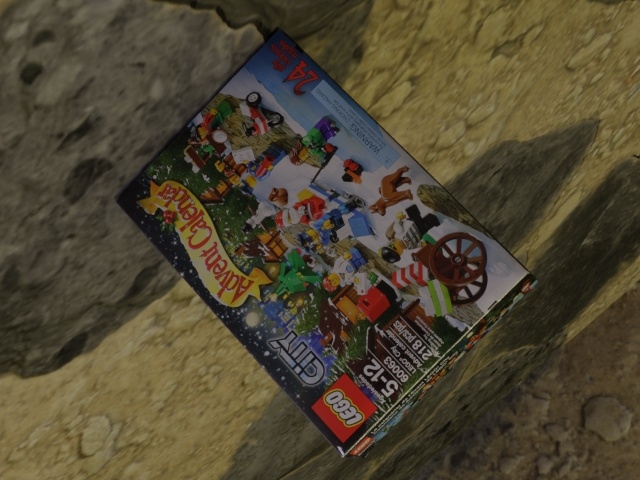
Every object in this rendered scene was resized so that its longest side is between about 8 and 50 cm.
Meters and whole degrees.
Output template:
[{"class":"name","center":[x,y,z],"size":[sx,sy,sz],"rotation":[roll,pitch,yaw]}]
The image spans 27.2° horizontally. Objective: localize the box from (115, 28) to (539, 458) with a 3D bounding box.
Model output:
[{"class":"box","center":[0.000,0.000,0.842],"size":[0.159,0.233,0.044],"rotation":[-46,159,5]}]
